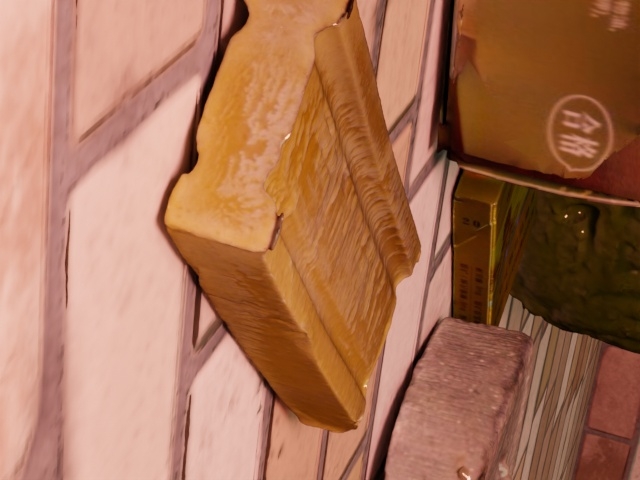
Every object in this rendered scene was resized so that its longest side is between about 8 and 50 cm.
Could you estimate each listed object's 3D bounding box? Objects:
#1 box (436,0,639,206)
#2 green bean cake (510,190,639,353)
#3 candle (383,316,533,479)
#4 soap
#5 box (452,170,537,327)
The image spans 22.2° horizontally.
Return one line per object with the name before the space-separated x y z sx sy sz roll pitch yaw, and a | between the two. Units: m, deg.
box | 0.184 -0.289 0.836 0.373 0.138 0.420 -62 160 -45
green bean cake | 0.299 -0.052 1.179 0.218 0.319 0.335 -55 152 -49
candle | 0.087 0.130 1.001 0.192 0.068 0.168 71 33 -67
soap | -0.001 0.000 0.594 0.252 0.037 0.092 68 39 -69
box | 0.116 -0.022 1.066 0.193 0.030 0.121 82 26 -57
